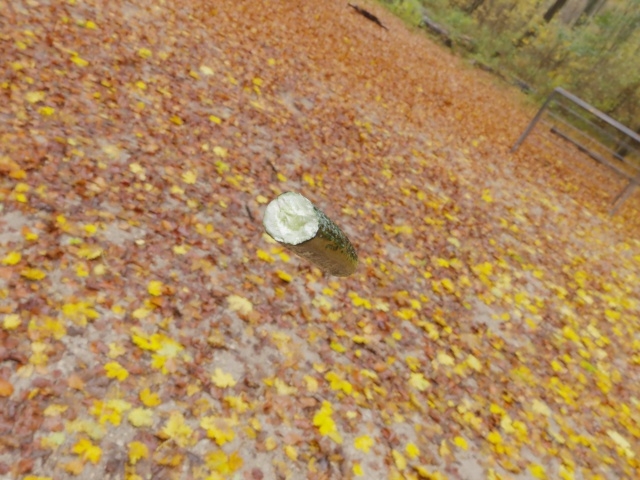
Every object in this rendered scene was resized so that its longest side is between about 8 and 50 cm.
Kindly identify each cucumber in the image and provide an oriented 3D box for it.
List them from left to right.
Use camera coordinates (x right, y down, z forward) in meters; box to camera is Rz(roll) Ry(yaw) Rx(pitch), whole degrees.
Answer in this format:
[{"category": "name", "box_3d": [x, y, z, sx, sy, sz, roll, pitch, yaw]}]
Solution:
[{"category": "cucumber", "box_3d": [0.000, 0.001, 0.895, 0.074, 0.074, 0.241, 46, 4, 29]}]
